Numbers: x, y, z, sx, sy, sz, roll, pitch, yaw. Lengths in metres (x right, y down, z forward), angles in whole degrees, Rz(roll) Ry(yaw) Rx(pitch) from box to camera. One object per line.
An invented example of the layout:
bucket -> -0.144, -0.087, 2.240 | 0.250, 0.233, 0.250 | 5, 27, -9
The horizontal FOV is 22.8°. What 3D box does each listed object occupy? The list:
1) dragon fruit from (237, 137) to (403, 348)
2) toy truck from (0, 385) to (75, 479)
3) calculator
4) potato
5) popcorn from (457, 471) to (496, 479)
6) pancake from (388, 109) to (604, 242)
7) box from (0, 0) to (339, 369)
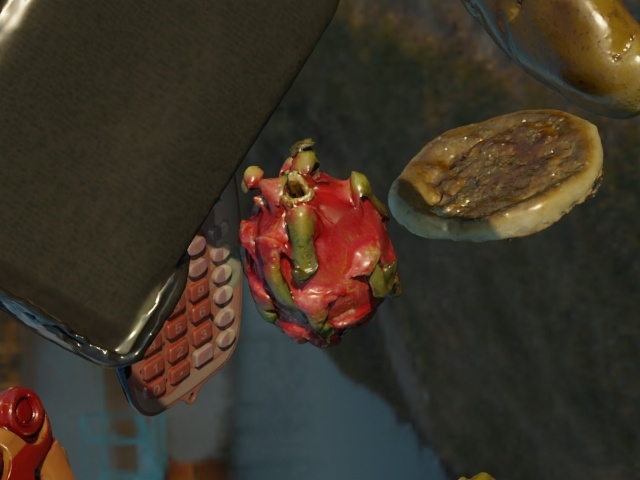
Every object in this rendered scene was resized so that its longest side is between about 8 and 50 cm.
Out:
dragon fruit -> 0.000, 0.000, 1.426 | 0.172, 0.160, 0.166 | 81, -147, -56
toy truck -> -0.472, 0.346, 2.280 | 0.265, 0.189, 0.239 | -50, -57, -48
calculator -> -0.159, 0.031, 1.684 | 0.048, 0.220, 0.329 | 11, 118, 31
potato -> 0.302, -0.289, 2.014 | 0.369, 0.176, 0.195 | 49, 131, 30
popcorn -> 0.155, 0.343, 1.476 | 0.217, 0.181, 0.235 | 14, 82, 53
pancake -> 0.212, -0.081, 1.916 | 0.282, 0.282, 0.049 | -116, 2, -60
box -> -0.183, -0.096, 0.783 | 0.204, 0.251, 0.345 | -60, 19, -8
